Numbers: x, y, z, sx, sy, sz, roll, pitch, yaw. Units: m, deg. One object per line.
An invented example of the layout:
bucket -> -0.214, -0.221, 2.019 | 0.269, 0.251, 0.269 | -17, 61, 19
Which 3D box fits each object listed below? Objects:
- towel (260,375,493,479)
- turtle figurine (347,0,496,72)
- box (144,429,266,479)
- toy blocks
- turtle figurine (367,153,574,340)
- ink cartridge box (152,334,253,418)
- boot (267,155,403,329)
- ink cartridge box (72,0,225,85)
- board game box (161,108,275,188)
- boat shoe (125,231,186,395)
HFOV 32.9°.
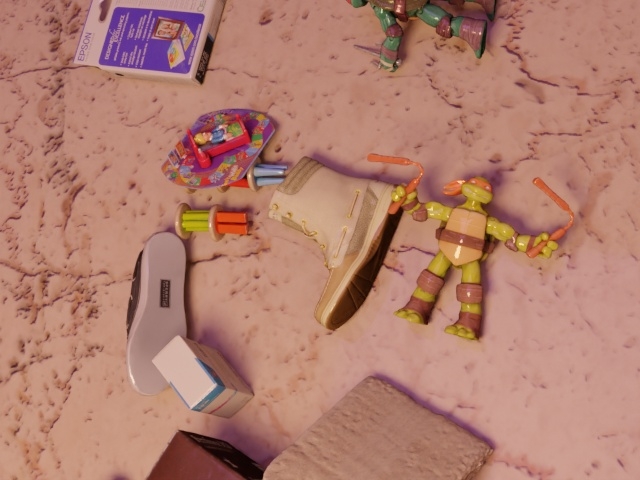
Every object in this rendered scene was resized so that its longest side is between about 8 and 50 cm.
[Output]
towel -> 0.062, 0.272, 1.259 | 0.187, 0.282, 0.049 | 30, 126, 22
turtle figurine -> 0.117, -0.319, 1.480 | 0.234, 0.118, 0.175 | 12, 78, 15
box -> -0.111, 0.359, 1.314 | 0.203, 0.168, 0.167 | 31, 86, 22
toy blocks -> -0.121, -0.059, 1.504 | 0.148, 0.054, 0.123 | 0, 73, 17
turtle figurine -> 0.166, 0.004, 1.374 | 0.269, 0.087, 0.217 | 18, 90, 5
ink cartridge box -> -0.150, 0.179, 1.406 | 0.052, 0.122, 0.088 | -44, 66, 5
boot -> 0.000, 0.000, 1.437 | 0.165, 0.077, 0.213 | 21, 76, 21
ink cartridge box -> -0.251, -0.341, 1.635 | 0.208, 0.045, 0.206 | 10, 78, 19
board game box -> -0.145, -0.141, 1.507 | 0.133, 0.033, 0.169 | 11, 51, 27
boat shoe -> -0.232, 0.102, 1.483 | 0.080, 0.076, 0.229 | 8, 71, -26
